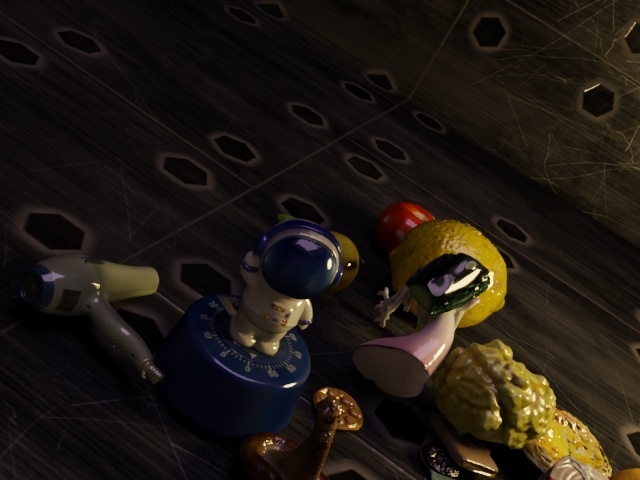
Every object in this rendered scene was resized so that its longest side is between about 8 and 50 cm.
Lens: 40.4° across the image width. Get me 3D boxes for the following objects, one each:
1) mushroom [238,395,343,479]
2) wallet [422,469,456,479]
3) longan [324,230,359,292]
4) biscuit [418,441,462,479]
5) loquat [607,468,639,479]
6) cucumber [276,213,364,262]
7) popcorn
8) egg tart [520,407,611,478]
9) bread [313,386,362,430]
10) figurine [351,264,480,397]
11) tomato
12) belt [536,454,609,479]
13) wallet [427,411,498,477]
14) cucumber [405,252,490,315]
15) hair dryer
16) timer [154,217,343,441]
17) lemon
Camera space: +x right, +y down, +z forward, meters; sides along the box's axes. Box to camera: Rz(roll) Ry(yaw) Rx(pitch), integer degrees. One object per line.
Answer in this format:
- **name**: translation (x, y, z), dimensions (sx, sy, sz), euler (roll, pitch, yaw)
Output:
- **mushroom**: translation (-0.016, 0.347, 1.366), dimensions (0.148, 0.217, 0.227), euler (-4, 45, -50)
- **wallet**: translation (0.362, 0.551, 1.594), dimensions (0.379, 0.046, 0.190), euler (22, 28, -17)
- **longan**: translation (0.006, 0.050, 2.010), dimensions (0.155, 0.176, 0.145), euler (33, 60, -46)
- **biscuit**: translation (0.233, 0.431, 1.689), dimensions (0.089, 0.027, 0.087), euler (15, 31, -28)
- **loquat**: translation (0.622, 0.552, 1.696), dimensions (0.208, 0.208, 0.208), euler (24, 27, -13)
- **cucumber**: translation (0.000, 0.000, 2.164), dimensions (0.250, 0.056, 0.056), euler (25, 27, -5)
- **popcorn**: translation (0.351, 0.315, 1.757), dimensions (0.256, 0.195, 0.255), euler (19, 14, 0)
- **egg tart**: translation (0.505, 0.454, 1.854), dimensions (0.234, 0.094, 0.234), euler (23, 30, -15)
- **bread**: translation (0.034, 0.326, 1.671), dimensions (0.110, 0.024, 0.110), euler (23, 29, -14)
- **figurine**: translation (0.198, 0.189, 1.881), dimensions (0.206, 0.284, 0.316), euler (43, 53, 4)
- **tomato**: translation (0.236, -0.016, 2.340), dimensions (0.195, 0.136, 0.195), euler (26, 25, -13)
- **belt**: translation (0.470, 0.537, 1.537), dimensions (0.227, 0.115, 0.324), euler (11, 40, -29)
- **wallet**: translation (0.288, 0.409, 1.747), dimensions (0.118, 0.039, 0.152), euler (26, 14, -31)
- **cucumber**: translation (0.267, 0.080, 1.784), dimensions (0.193, 0.086, 0.115), euler (-25, 76, -38)
- **hair dryer**: translation (-0.353, 0.118, 1.558), dimensions (0.298, 0.119, 0.296), euler (37, 19, 3)
- **timer**: translation (-0.096, 0.125, 1.487), dimensions (0.270, 0.383, 0.270), euler (23, 28, -13)
- **lemon**: translation (0.317, 0.083, 2.118), dimensions (0.310, 0.258, 0.258), euler (29, 27, -3)
